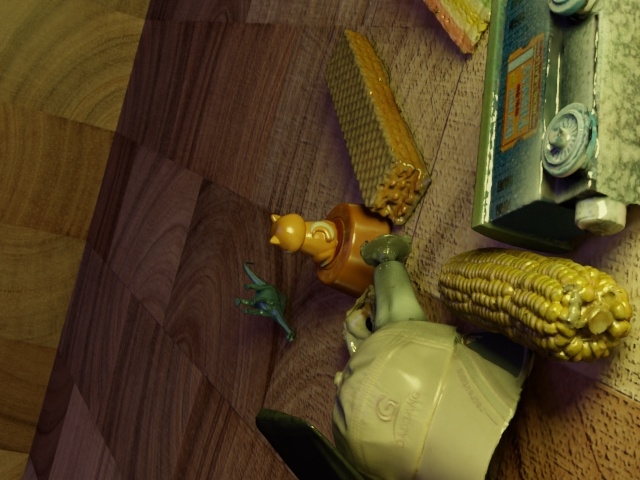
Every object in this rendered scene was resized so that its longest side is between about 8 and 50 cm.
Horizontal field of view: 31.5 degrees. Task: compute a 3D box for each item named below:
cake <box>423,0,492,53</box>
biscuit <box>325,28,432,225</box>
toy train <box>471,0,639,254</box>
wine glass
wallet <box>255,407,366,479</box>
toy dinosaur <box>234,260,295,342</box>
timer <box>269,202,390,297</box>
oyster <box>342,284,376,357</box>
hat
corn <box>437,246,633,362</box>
[{"bbox_3d":[0.184,-0.348,1.464,0.109,0.090,0.225,-55,49,36],"label":"cake"},{"bbox_3d":[0.070,-0.169,1.602,0.094,0.054,0.379,-61,27,33],"label":"biscuit"},{"bbox_3d":[0.239,-0.140,1.093,0.202,0.131,0.300,151,131,-62],"label":"toy train"},{"bbox_3d":[0.093,0.065,1.401,0.072,0.072,0.155,-57,29,38],"label":"wine glass"},{"bbox_3d":[0.030,0.280,1.229,0.052,0.245,0.168,-44,12,-18],"label":"wallet"},{"bbox_3d":[-0.090,0.093,1.794,0.045,0.080,0.197,-58,40,24],"label":"toy dinosaur"},{"bbox_3d":[0.000,0.000,1.542,0.132,0.152,0.132,-45,38,51],"label":"timer"},{"bbox_3d":[0.060,0.135,1.465,0.146,0.045,0.122,43,114,56],"label":"oyster"},{"bbox_3d":[0.109,0.192,1.186,0.275,0.161,0.232,31,110,63],"label":"hat"},{"bbox_3d":[0.199,0.058,1.120,0.291,0.101,0.101,-170,93,-69],"label":"corn"}]
